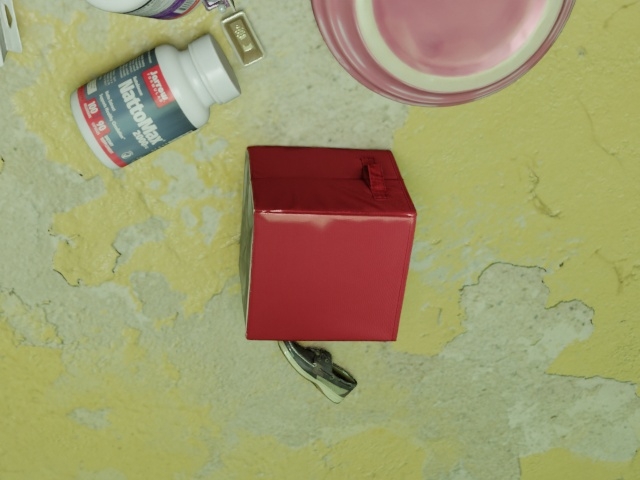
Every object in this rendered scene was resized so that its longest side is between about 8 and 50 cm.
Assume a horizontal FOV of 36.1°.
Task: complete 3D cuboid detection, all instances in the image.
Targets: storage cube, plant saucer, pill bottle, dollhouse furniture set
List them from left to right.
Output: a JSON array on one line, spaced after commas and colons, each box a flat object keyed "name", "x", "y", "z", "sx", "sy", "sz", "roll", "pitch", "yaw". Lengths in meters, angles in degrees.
[{"name": "pill bottle", "x": -0.197, "y": -0.289, "z": 1.021, "sx": 0.108, "sy": 0.193, "sz": 0.108, "roll": 2, "pitch": 99, "yaw": 16}, {"name": "pill bottle", "x": -0.191, "y": -0.168, "z": 1.156, "sx": 0.180, "sy": 0.108, "sz": 0.108, "roll": -27, "pitch": 121, "yaw": 6}, {"name": "dollhouse furniture set", "x": -0.080, "y": -0.255, "z": 1.137, "sx": 0.091, "sy": 0.081, "sz": 0.114, "roll": -25, "pitch": 121, "yaw": 6}, {"name": "storage cube", "x": 0.000, "y": 0.000, "z": 1.241, "sx": 0.193, "sy": 0.184, "sz": 0.215, "roll": 1, "pitch": 120, "yaw": -8}, {"name": "plant saucer", "x": 0.155, "y": -0.304, "z": 1.147, "sx": 0.332, "sy": 0.084, "sz": 0.332, "roll": -4, "pitch": 121, "yaw": -8}]

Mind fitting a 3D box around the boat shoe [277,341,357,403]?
[{"name": "boat shoe", "x": -0.003, "y": 0.179, "z": 1.423, "sx": 0.049, "sy": 0.056, "sz": 0.152, "roll": -39, "pitch": 128, "yaw": 8}]

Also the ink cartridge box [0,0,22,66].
[{"name": "ink cartridge box", "x": -0.407, "y": -0.244, "z": 1.085, "sx": 0.143, "sy": 0.090, "sz": 0.092, "roll": -6, "pitch": 121, "yaw": -7}]
